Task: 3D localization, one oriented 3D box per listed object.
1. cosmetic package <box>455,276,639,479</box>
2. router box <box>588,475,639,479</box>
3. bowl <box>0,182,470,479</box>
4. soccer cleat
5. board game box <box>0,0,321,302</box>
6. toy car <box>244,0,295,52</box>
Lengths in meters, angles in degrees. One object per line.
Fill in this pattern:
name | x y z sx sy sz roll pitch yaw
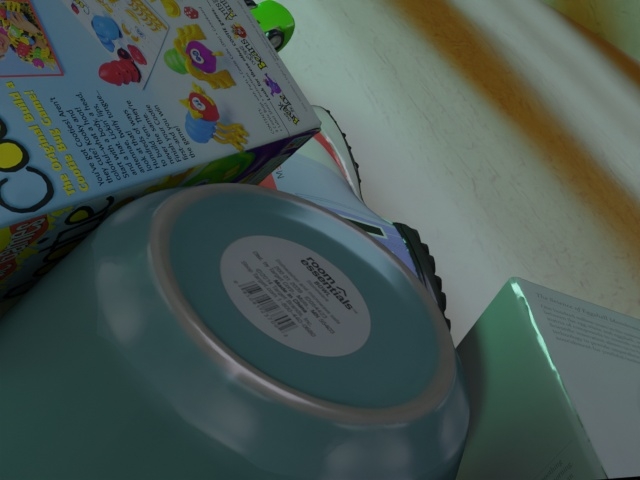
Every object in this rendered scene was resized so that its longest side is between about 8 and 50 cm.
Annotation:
cosmetic package | 0.221 0.170 0.631 0.224 0.138 0.224 18 33 -21
router box | 0.173 0.233 0.397 0.309 0.243 0.081 7 -1 -35
bowl | -0.041 0.084 0.500 0.311 0.163 0.311 23 32 -15
soccer cleat | 0.000 0.000 0.743 0.116 0.108 0.318 -9 46 -22
board game box | -0.158 -0.068 0.569 0.275 0.142 0.144 -25 81 -48
toy car | -0.124 -0.154 0.812 0.225 0.053 0.239 -27 57 -19
